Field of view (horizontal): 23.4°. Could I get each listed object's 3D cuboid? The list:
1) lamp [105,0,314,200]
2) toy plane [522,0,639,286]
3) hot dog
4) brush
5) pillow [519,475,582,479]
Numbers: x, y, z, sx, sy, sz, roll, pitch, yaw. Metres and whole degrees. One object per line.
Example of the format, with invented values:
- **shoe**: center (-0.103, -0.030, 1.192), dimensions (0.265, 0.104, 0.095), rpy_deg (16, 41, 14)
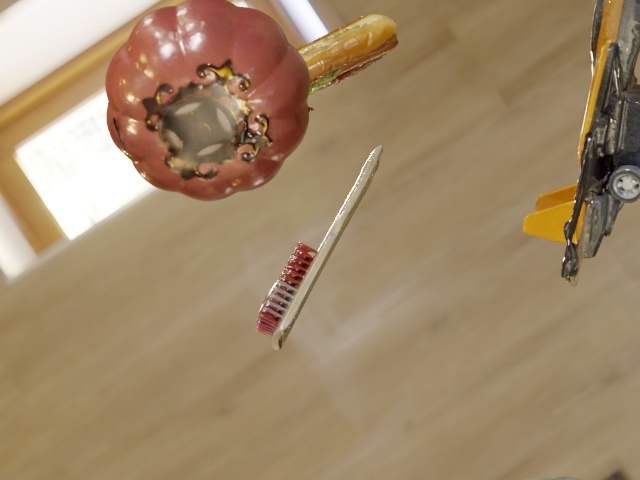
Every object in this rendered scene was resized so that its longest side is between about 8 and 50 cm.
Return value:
- **lamp**: center (-0.098, -0.125, 1.346), dimensions (0.182, 0.182, 0.140), rpy_deg (57, -168, -26)
- **toy plane**: center (0.279, -0.129, 1.424), dimensions (0.103, 0.316, 0.204), rpy_deg (21, -149, 13)
- **hot dog**: center (-0.003, -0.228, 2.045), dimensions (0.062, 0.235, 0.092), rpy_deg (61, 172, 7)
- **brush**: center (0.000, 0.000, 2.005), dimensions (0.050, 0.321, 0.060), rpy_deg (25, 148, 8)
- **pillow**: center (0.288, 0.337, 1.701), dimensions (0.144, 0.078, 0.254), rpy_deg (9, -162, -18)
